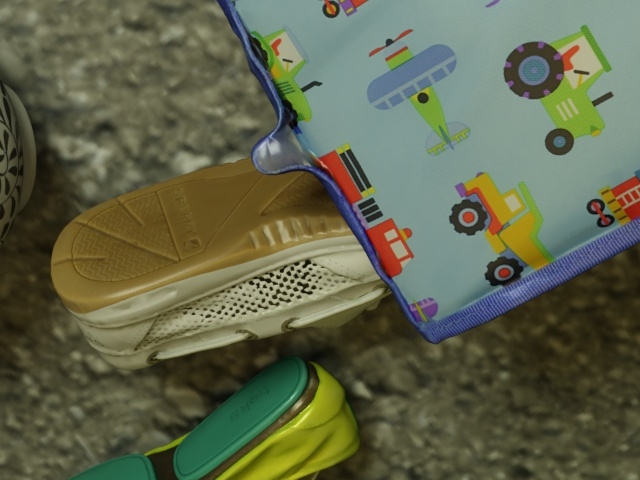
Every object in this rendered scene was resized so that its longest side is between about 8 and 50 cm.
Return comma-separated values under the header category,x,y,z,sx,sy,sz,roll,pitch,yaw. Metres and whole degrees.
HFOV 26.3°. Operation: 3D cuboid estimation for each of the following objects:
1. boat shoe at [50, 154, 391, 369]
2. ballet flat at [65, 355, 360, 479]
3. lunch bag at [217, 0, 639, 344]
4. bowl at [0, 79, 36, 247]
category,x,y,z,sx,sy,sz,roll,pitch,yaw
boat shoe,0.000,0.000,0.740,0.277,0.098,0.096,-15,136,0
ballet flat,-0.077,0.153,0.807,0.231,0.077,0.077,-32,123,11
lunch bag,0.097,-0.104,0.627,0.293,0.138,0.221,-31,97,4
bowl,-0.201,-0.044,0.715,0.080,0.170,0.170,-10,118,-42
